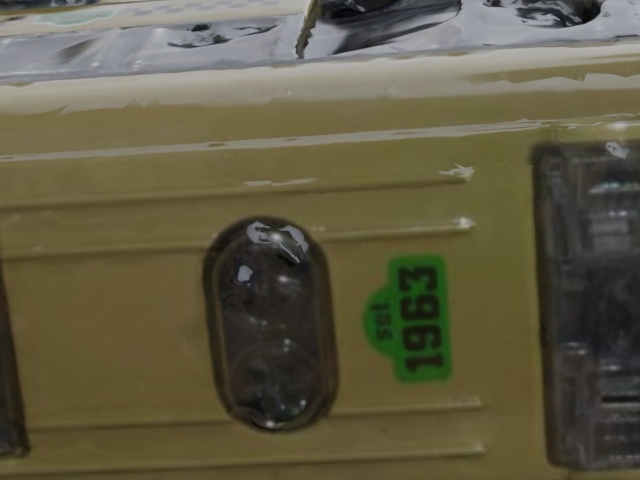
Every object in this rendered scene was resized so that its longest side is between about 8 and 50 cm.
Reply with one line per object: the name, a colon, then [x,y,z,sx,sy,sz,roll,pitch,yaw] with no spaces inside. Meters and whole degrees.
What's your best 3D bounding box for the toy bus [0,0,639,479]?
toy bus: [0.000,0.000,0.603,0.202,0.365,0.177,-74,159,-71]
